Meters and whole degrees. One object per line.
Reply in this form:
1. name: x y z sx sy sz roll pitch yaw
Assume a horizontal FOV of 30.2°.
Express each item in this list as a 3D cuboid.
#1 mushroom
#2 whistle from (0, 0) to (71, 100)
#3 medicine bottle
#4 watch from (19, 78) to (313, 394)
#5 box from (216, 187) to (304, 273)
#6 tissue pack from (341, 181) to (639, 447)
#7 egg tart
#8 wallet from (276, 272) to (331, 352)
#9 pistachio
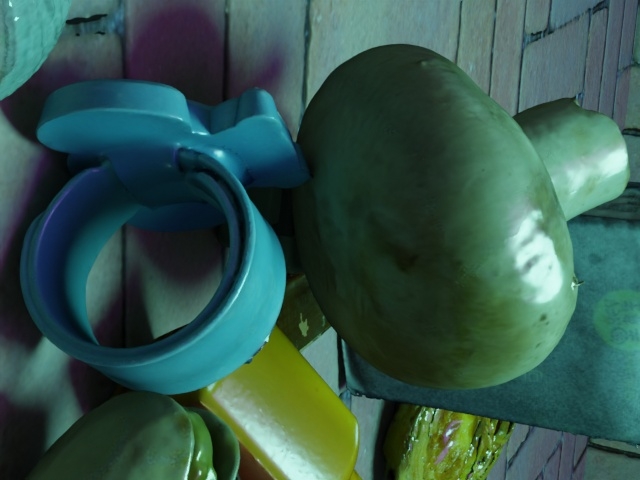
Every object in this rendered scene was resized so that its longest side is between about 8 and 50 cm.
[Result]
1. mushroom: 0.130 -0.029 0.963 0.290 0.292 0.292 -21 126 -21
2. whistle: -0.238 -0.110 0.536 0.348 0.189 0.189 -42 138 -39
3. medicine bottle: -0.053 0.174 0.974 0.222 0.149 0.112 51 45 -18
4. watch: -0.106 0.004 0.836 0.211 0.211 0.193 46 39 -62
5. box: -0.027 -0.038 1.120 0.172 0.093 0.124 -3 102 -66
6. tissue pack: 0.215 0.065 1.334 0.124 0.394 0.288 -49 141 -52
7. egg tart: 0.171 0.267 1.679 0.297 0.132 0.297 -30 131 -42
8. wallet: -0.027 0.073 1.250 0.176 0.026 0.095 -36 126 -60
9. pistachio: -0.154 0.201 0.841 0.215 0.144 0.144 -50 154 1
